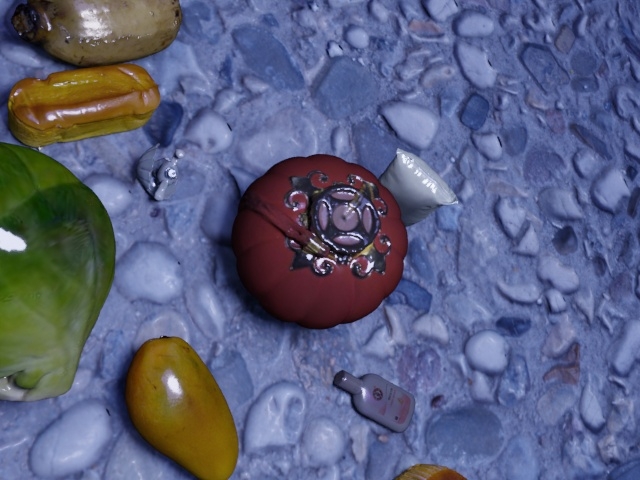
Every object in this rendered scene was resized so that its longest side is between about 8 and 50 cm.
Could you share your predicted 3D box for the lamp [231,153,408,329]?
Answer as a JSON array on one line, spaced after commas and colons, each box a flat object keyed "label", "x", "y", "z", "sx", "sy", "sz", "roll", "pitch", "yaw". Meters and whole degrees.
[{"label": "lamp", "x": 0.000, "y": 0.000, "z": 1.148, "sx": 0.303, "sy": 0.257, "sz": 0.303, "roll": 5, "pitch": 73, "yaw": -18}]

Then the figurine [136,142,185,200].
[{"label": "figurine", "x": -0.268, "y": -0.112, "z": 1.136, "sx": 0.082, "sy": 0.086, "sz": 0.094, "roll": 17, "pitch": 67, "yaw": -26}]

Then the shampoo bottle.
[{"label": "shampoo bottle", "x": 0.100, "y": 0.289, "z": 1.251, "sx": 0.165, "sy": 0.040, "sz": 0.079, "roll": 33, "pitch": 63, "yaw": -19}]

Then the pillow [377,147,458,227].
[{"label": "pillow", "x": 0.135, "y": -0.079, "z": 1.263, "sx": 0.144, "sy": 0.254, "sz": 0.078, "roll": 32, "pitch": 64, "yaw": -13}]

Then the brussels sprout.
[{"label": "brussels sprout", "x": -0.421, "y": 0.038, "z": 0.887, "sx": 0.289, "sy": 0.282, "sz": 0.354, "roll": -42, "pitch": 128, "yaw": -65}]

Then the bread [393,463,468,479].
[{"label": "bread", "x": 0.197, "y": 0.500, "z": 1.203, "sx": 0.199, "sy": 0.104, "sz": 0.199, "roll": 9, "pitch": 73, "yaw": -29}]

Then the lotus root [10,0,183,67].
[{"label": "lotus root", "x": -0.367, "y": -0.370, "z": 1.126, "sx": 0.284, "sy": 0.146, "sz": 0.160, "roll": -23, "pitch": 61, "yaw": -40}]

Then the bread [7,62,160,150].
[{"label": "bread", "x": -0.382, "y": -0.225, "z": 1.105, "sx": 0.246, "sy": 0.094, "sz": 0.102, "roll": -18, "pitch": 79, "yaw": -32}]

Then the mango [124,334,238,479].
[{"label": "mango", "x": -0.212, "y": 0.268, "z": 1.039, "sx": 0.138, "sy": 0.113, "sz": 0.253, "roll": -34, "pitch": 100, "yaw": -37}]
